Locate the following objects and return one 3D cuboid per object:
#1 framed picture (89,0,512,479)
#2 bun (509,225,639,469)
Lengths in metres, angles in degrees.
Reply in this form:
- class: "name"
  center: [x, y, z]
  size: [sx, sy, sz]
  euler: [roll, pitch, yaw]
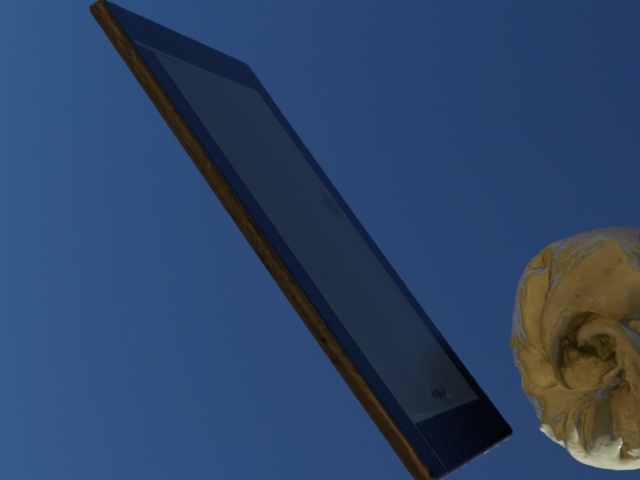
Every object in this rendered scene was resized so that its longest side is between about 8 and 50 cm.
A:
- class: "framed picture"
  center: [0.000, 0.000, 0.910]
  size: [0.016, 0.265, 0.347]
  euler: [-38, -101, 12]
- class: "bun"
  center: [0.310, 0.107, 1.447]
  size: [0.259, 0.160, 0.259]
  euler: [-4, -99, 22]
